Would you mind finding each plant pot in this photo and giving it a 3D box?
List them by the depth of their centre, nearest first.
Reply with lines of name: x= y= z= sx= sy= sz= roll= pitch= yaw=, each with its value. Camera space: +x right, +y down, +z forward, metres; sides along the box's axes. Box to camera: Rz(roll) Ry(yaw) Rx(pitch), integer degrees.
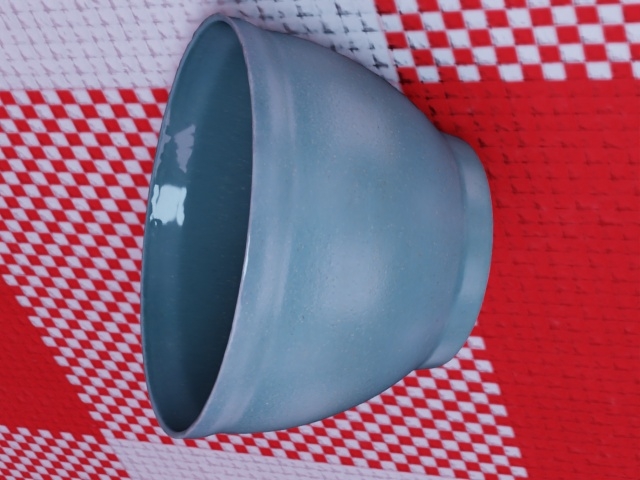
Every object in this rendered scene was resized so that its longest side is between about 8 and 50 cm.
plant pot: x=0.000 y=0.000 z=0.977 sx=0.196 sy=0.293 sz=0.293 roll=7 pitch=145 yaw=-19
